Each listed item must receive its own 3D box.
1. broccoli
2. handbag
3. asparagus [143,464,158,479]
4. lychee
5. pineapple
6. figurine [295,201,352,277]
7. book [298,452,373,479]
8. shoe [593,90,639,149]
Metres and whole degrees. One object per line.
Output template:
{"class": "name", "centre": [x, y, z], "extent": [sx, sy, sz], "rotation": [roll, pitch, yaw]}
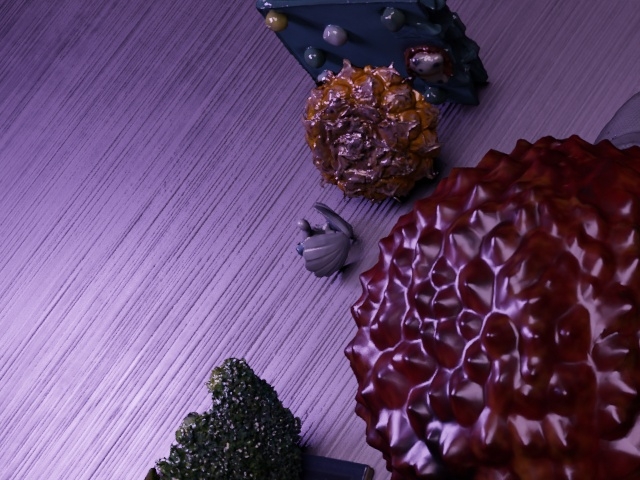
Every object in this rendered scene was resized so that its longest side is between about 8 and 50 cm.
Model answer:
{"class": "broccoli", "centre": [-0.129, 0.253, 1.491], "extent": [0.194, 0.194, 0.220], "rotation": [8, 89, 29]}
{"class": "handbag", "centre": [0.065, -0.274, 1.629], "extent": [0.274, 0.269, 0.100], "rotation": [13, 70, 29]}
{"class": "asparagus", "centre": [-0.226, 0.351, 1.581], "extent": [0.021, 0.025, 0.108], "rotation": [-5, 57, 1]}
{"class": "lychee", "centre": [0.232, 0.099, 1.162], "extent": [0.424, 0.425, 0.500], "rotation": [-20, 24, 15]}
{"class": "pineapple", "centre": [0.062, -0.136, 1.598], "extent": [0.224, 0.225, 0.076], "rotation": [0, 31, 26]}
{"class": "figurine", "centre": [0.000, 0.000, 1.622], "extent": [0.086, 0.094, 0.082], "rotation": [-49, 42, 2]}
{"class": "book", "centre": [-0.079, 0.355, 1.506], "extent": [0.269, 0.025, 0.191], "rotation": [5, 66, 28]}
{"class": "shoe", "centre": [0.352, -0.062, 1.433], "extent": [0.132, 0.171, 0.336], "rotation": [10, 69, 30]}
